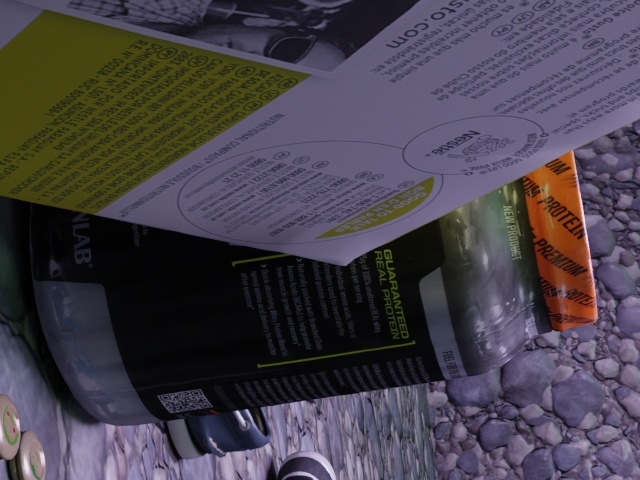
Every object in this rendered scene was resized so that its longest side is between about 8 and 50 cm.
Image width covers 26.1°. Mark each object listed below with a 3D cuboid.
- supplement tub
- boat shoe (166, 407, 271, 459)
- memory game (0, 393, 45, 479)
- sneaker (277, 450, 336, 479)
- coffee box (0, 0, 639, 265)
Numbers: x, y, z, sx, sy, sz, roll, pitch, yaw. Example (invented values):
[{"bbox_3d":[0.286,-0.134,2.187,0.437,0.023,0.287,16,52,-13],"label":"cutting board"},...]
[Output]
[{"bbox_3d":[0.000,0.000,0.905,0.207,0.338,0.207,-9,90,-81],"label":"supplement tub"},{"bbox_3d":[-0.095,0.046,1.082,0.095,0.079,0.254,-22,102,-80],"label":"boat shoe"},{"bbox_3d":[-0.169,0.169,0.729,0.186,0.012,0.186,-9,90,-81],"label":"memory game"},{"bbox_3d":[-0.003,0.329,1.372,0.121,0.079,0.217,-58,130,-71],"label":"sneaker"},{"bbox_3d":[-0.020,-0.217,0.633,0.334,0.338,0.337,12,63,-37],"label":"coffee box"}]
